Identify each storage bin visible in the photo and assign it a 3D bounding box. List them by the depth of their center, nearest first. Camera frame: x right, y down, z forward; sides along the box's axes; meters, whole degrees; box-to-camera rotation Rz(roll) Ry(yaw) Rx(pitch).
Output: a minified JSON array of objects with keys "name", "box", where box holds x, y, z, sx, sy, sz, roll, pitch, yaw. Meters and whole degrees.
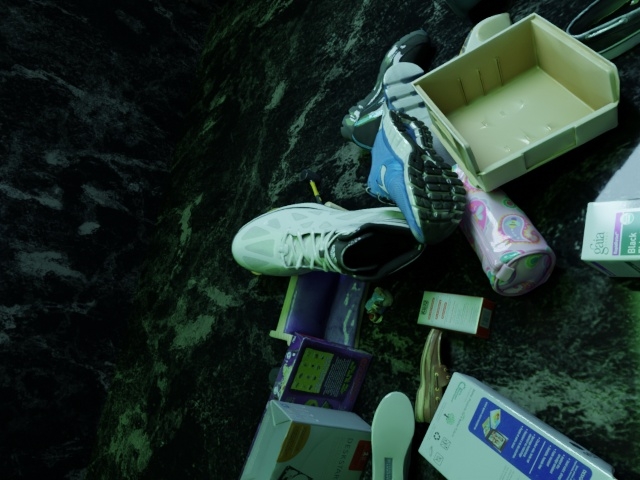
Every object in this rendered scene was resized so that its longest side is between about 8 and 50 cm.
[{"name":"storage bin","box":[0.348,-0.253,0.896,0.263,0.123,0.260,-28,44,9]}]

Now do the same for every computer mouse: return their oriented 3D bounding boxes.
[{"name":"computer mouse","box":[-0.067,0.361,1.273,0.242,0.041,0.071,-19,56,47]}]

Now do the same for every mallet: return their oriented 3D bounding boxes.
[{"name":"mallet","box":[-0.004,-0.139,1.483,0.039,0.062,0.189,-45,55,32]}]

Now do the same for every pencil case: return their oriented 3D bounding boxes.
[{"name":"pencil case","box":[0.314,-0.033,0.905,0.124,0.124,0.284,-47,39,27]}]

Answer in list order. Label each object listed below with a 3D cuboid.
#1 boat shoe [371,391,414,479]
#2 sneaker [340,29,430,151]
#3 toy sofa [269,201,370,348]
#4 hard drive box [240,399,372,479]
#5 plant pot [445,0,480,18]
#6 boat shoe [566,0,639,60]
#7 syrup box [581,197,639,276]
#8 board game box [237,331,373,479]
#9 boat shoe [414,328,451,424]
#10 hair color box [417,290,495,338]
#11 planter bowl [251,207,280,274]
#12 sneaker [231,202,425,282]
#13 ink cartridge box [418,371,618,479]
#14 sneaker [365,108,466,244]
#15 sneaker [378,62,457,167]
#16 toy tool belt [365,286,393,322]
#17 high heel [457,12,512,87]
[{"name":"boat shoe","box":[0.135,0.408,0.934,0.080,0.081,0.227,5,76,9]},{"name":"sneaker","box":[0.204,-0.387,1.292,0.140,0.125,0.340,39,102,27]},{"name":"toy sofa","box":[0.018,0.097,1.211,0.177,0.150,0.362,-1,71,55]},{"name":"hard drive box","box":[-0.021,0.442,0.995,0.089,0.232,0.180,19,88,55]},{"name":"plant pot","box":[0.382,-0.741,1.062,0.334,0.341,0.340,-28,50,33]},{"name":"boat shoe","box":[0.563,-0.427,0.806,0.301,0.102,0.108,-32,48,41]},{"name":"syrup box","box":[0.499,-0.004,0.662,0.237,0.096,0.093,-2,70,52]},{"name":"board game box","box":[-0.029,0.388,1.059,0.056,0.208,0.346,17,84,59]},{"name":"boat shoe","box":[0.222,0.261,0.929,0.060,0.064,0.177,5,76,20]},{"name":"hair color box","box":[0.262,0.143,0.947,0.141,0.043,0.071,2,73,53]},{"name":"planter bowl","box":[-0.132,0.015,1.512,0.217,0.090,0.217,-31,48,42]},{"name":"sneaker","box":[0.000,-0.001,1.012,0.448,0.257,0.168,-5,93,10]},{"name":"ink cartridge box","box":[0.308,0.357,0.746,0.333,0.065,0.165,29,95,57]},{"name":"sneaker","box":[0.175,-0.109,0.955,0.329,0.130,0.147,-99,29,-43]},{"name":"sneaker","box":[0.223,-0.239,1.154,0.182,0.128,0.315,90,166,-81]},{"name":"toy tool belt","box":[0.126,0.147,1.122,0.083,0.051,0.052,-60,35,12]},{"name":"high heel","box":[0.345,-0.398,1.128,0.261,0.093,0.186,-56,-1,-20]}]
